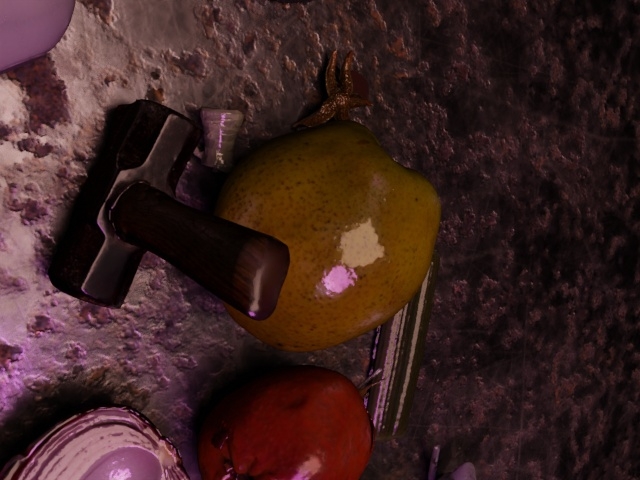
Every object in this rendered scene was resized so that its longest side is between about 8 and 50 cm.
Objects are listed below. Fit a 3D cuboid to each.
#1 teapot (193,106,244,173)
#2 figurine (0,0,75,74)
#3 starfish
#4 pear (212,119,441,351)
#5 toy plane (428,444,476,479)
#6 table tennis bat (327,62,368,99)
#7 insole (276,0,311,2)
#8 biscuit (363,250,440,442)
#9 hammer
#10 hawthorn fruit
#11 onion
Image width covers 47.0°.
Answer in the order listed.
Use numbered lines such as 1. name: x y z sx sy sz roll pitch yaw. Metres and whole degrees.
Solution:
1. teapot: -0.132 -0.128 0.940 0.067 0.057 0.083 5 101 3
2. figurine: -0.357 -0.354 0.691 0.274 0.226 0.394 -45 118 -58
3. starfish: 0.020 -0.186 1.031 0.130 0.041 0.133 -37 120 -18
4. pear: 0.000 0.000 0.921 0.294 0.294 0.294 -6 101 -33
5. toy plane: 0.179 0.490 1.220 0.273 0.107 0.182 -49 116 -13
6. table tennis bat: 0.040 -0.228 1.063 0.083 0.007 0.050 42 75 -33
7. insole: 0.012 -0.401 1.013 0.309 0.012 0.110 -30 112 -27
8. biscuit: 0.130 0.169 1.173 0.099 0.038 0.322 9 92 -38
9. hammer: -0.151 -0.015 0.733 0.095 0.409 0.242 27 86 -33
10. hawthorn fruit: -0.019 0.259 0.995 0.299 0.211 0.211 -34 116 -36
11. onion: -0.292 0.327 0.853 0.283 0.120 0.227 -32 97 -33
